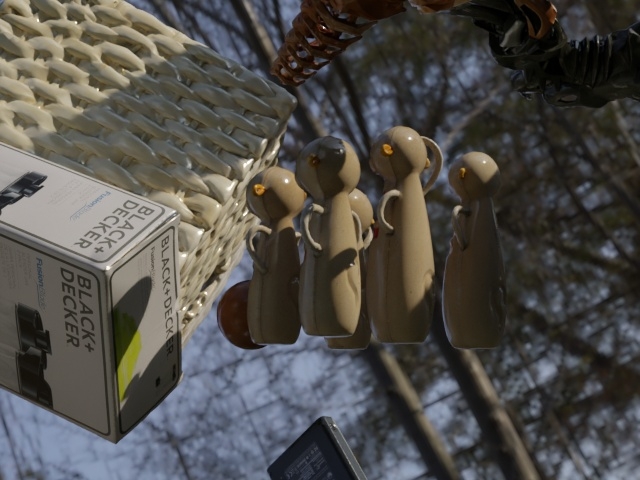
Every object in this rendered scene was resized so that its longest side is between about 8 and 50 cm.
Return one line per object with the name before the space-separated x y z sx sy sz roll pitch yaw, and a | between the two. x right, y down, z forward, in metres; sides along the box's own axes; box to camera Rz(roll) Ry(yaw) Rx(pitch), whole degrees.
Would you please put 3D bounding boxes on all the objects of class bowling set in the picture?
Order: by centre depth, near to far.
bowling set | 0.000 0.000 0.925 0.200 0.154 0.287 -4 -9 29

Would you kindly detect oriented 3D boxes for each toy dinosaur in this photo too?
toy dinosaur | 0.099 -0.179 0.723 0.322 0.164 0.218 -2 -14 44

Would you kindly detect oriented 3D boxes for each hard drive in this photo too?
hard drive | 0.007 0.259 1.288 0.094 0.135 0.022 -47 -36 22

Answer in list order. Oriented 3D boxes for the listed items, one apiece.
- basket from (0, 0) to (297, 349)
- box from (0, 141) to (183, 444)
basket | -0.245 -0.054 1.305 0.328 0.331 0.266 -58 -5 -33
box | -0.246 0.018 0.972 0.087 0.290 0.169 -44 -32 -46
